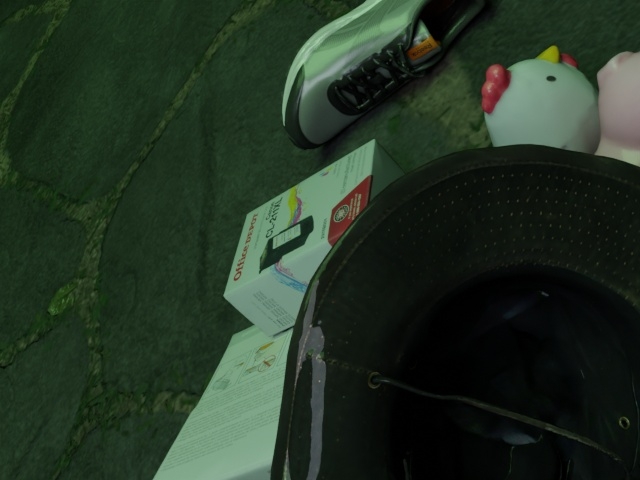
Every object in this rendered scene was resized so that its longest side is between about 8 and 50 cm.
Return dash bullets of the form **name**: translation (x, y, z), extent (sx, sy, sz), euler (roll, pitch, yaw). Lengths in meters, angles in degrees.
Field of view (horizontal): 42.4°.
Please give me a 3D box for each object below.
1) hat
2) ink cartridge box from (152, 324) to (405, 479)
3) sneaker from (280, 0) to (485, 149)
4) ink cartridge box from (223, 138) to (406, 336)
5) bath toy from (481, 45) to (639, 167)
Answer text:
- **hat**: translation (0.126, 0.114, 0.518), extent (0.331, 0.331, 0.134), euler (-58, -6, -5)
- **ink cartridge box**: translation (-0.011, 0.133, 0.743), extent (0.275, 0.060, 0.239), euler (-28, 20, 31)
- **sneaker**: translation (0.062, -0.201, 0.888), extent (0.271, 0.100, 0.108), euler (-45, 43, 12)
- **ink cartridge box**: translation (0.000, 0.000, 0.800), extent (0.175, 0.072, 0.127), euler (-28, 33, 30)
- **bath toy**: translation (0.242, -0.071, 0.569), extent (0.151, 0.129, 0.348), euler (-57, 36, -3)
